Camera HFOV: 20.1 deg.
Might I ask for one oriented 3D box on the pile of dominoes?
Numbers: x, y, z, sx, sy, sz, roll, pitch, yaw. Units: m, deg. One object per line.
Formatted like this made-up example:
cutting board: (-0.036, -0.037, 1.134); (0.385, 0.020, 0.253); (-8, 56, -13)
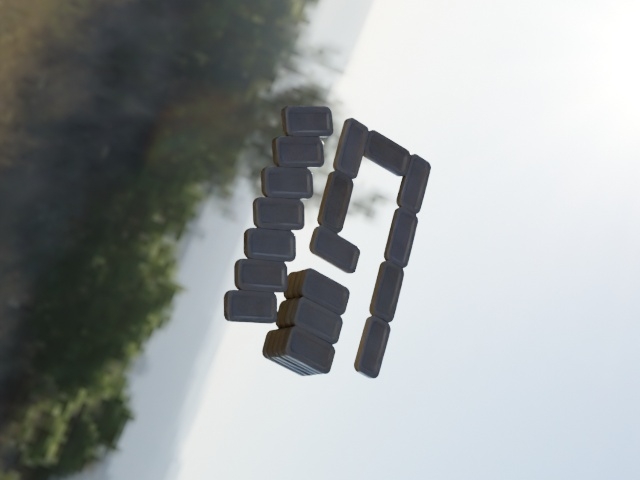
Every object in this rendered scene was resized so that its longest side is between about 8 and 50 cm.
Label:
pile of dominoes: (0.000, 0.000, 1.725); (0.040, 0.196, 0.251); (-9, -121, 49)
